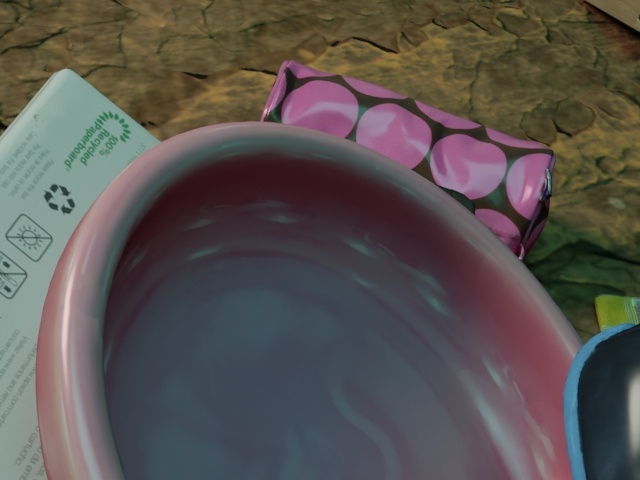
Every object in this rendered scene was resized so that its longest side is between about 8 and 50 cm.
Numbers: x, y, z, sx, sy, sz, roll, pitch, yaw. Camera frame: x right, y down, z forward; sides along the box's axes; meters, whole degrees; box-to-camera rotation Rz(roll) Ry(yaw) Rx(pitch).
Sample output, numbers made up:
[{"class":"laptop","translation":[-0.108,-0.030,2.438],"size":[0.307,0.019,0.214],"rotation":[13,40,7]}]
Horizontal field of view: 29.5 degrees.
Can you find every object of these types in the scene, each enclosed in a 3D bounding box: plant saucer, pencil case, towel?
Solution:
[{"class":"plant saucer","translation":[0.015,0.101,0.558],"size":[0.332,0.084,0.332],"rotation":[25,43,-26]},{"class":"pencil case","translation":[0.055,-0.050,0.833],"size":[0.209,0.095,0.098],"rotation":[19,61,10]},{"class":"towel","translation":[0.214,0.067,0.798],"size":[0.060,0.009,0.083],"rotation":[9,40,-6]}]

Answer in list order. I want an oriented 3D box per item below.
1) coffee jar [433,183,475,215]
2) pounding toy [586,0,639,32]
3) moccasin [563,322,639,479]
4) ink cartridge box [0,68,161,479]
[{"class":"coffee jar","translation":[0.000,0.000,0.750],"size":[0.184,0.096,0.079],"rotation":[10,43,-2]},{"class":"pounding toy","translation":[0.332,-0.221,1.110],"size":[0.141,0.100,0.130],"rotation":[-2,29,-21]},{"class":"moccasin","translation":[0.186,0.178,0.497],"size":[0.137,0.117,0.342],"rotation":[14,55,-44]},{"class":"ink cartridge box","translation":[-0.073,0.115,0.584],"size":[0.330,0.071,0.324],"rotation":[40,39,-13]}]
